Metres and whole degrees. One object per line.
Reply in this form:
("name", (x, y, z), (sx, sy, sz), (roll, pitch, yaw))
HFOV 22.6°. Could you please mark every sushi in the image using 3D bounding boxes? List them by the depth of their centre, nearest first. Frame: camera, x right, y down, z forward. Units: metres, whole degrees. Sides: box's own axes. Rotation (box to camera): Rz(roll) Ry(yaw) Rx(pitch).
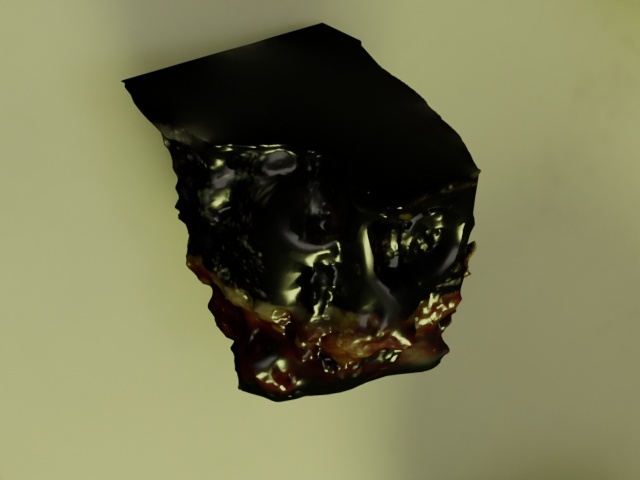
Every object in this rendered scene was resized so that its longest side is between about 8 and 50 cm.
("sushi", (0.000, 0.000, 0.831), (0.153, 0.172, 0.150), (-22, 130, -40))
